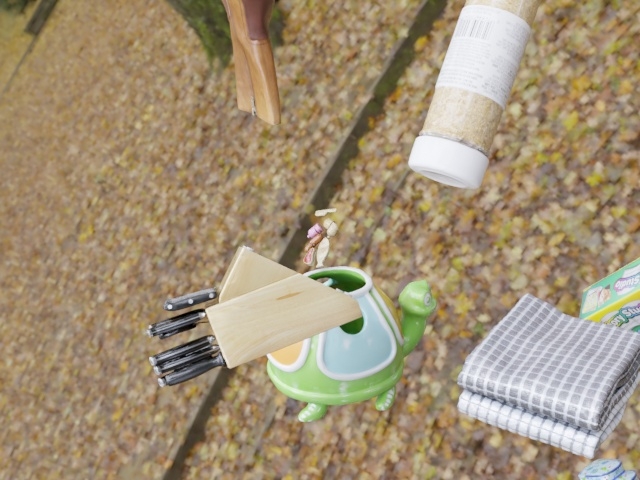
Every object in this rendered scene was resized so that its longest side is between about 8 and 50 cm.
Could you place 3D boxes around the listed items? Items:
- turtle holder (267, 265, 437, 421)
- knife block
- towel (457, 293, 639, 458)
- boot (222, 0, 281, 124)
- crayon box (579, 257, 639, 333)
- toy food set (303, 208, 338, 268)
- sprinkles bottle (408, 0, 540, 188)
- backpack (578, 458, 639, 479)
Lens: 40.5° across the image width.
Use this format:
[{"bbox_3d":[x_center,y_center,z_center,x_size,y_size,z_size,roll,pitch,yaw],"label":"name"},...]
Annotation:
[{"bbox_3d":[0.060,0.174,1.596,0.243,0.320,0.227,-86,-4,-66],"label":"turtle holder"},{"bbox_3d":[-0.109,0.142,1.286,0.242,0.276,0.088,-66,9,-2],"label":"knife block"},{"bbox_3d":[0.381,0.206,1.405,0.235,0.121,0.284,12,29,31],"label":"towel"},{"bbox_3d":[-0.100,-0.324,1.396,0.264,0.096,0.280,25,124,57],"label":"boot"},{"bbox_3d":[0.765,0.146,1.760,0.363,0.313,0.106,-45,15,53],"label":"crayon box"},{"bbox_3d":[0.000,0.000,1.621,0.078,0.019,0.122,-5,59,45],"label":"toy food set"},{"bbox_3d":[0.251,-0.264,1.376,0.121,0.121,0.355,14,84,63],"label":"sprinkles bottle"},{"bbox_3d":[0.603,0.507,1.812,0.114,0.105,0.084,-12,97,53],"label":"backpack"}]
